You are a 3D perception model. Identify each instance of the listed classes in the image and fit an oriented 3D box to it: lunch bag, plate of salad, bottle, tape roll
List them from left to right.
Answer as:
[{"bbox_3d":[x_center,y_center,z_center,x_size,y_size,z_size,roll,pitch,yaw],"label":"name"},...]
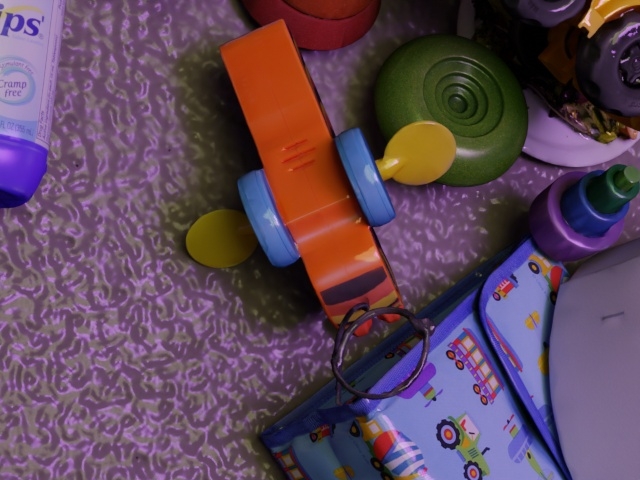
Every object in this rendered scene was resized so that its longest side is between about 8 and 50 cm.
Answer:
[{"bbox_3d":[-0.231,-0.167,0.994,0.118,0.092,0.283,8,78,-16],"label":"bottle"},{"bbox_3d":[0.141,0.145,1.097,0.293,0.138,0.221,-37,95,-38],"label":"lunch bag"},{"bbox_3d":[0.204,-0.160,1.202,0.200,0.048,0.200,4,80,-22],"label":"plate of salad"},{"bbox_3d":[0.299,0.125,1.110,0.286,0.100,0.286,19,60,-38],"label":"tape roll"}]

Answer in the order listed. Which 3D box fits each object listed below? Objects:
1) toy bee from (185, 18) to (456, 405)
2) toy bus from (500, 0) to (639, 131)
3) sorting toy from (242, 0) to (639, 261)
[{"bbox_3d":[0.000,0.000,1.047,0.195,0.162,0.298,-4,64,14],"label":"toy bee"},{"bbox_3d":[0.216,-0.219,1.062,0.220,0.149,0.211,40,95,-27],"label":"toy bus"},{"bbox_3d":[0.100,-0.136,1.080,0.365,0.126,0.127,43,61,1],"label":"sorting toy"}]
